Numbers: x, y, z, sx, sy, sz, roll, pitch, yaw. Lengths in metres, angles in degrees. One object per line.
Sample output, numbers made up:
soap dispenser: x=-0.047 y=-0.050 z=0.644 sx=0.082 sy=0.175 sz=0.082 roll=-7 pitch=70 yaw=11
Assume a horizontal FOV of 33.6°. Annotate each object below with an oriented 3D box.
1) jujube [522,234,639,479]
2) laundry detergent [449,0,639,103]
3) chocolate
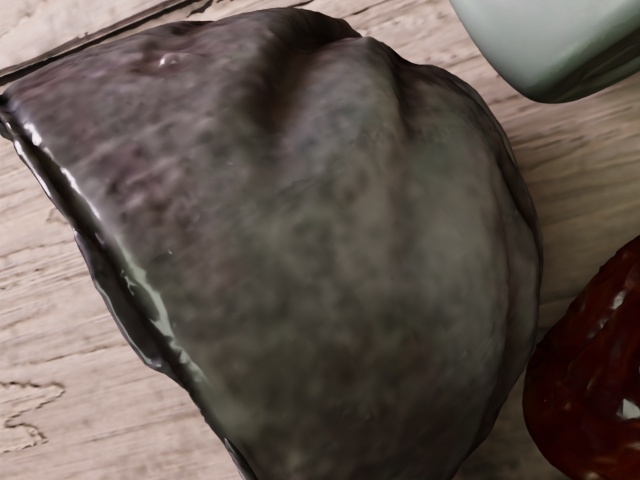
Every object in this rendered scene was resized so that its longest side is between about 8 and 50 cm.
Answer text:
jujube: x=0.177 y=0.052 z=0.529 sx=0.176 sy=0.112 sz=0.109 roll=-44 pitch=76 yaw=24
laundry detergent: x=0.122 y=-0.297 z=0.531 sx=0.264 sy=0.124 sz=0.398 roll=-30 pitch=78 yaw=24
chocolate: x=0.000 y=0.000 z=0.535 sx=0.213 sy=0.303 sz=0.303 roll=-34 pitch=77 yaw=-11
